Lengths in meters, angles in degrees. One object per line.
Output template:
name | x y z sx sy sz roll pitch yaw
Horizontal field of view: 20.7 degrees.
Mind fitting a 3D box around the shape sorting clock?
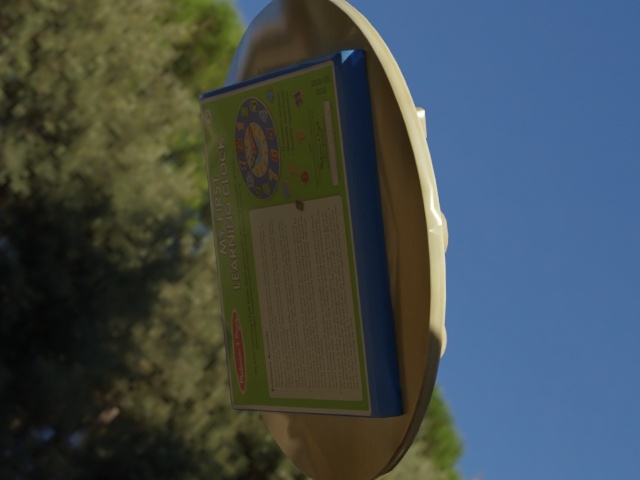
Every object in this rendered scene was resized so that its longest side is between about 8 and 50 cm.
shape sorting clock | 0.000 0.000 0.730 0.206 0.040 0.206 18 -69 58
